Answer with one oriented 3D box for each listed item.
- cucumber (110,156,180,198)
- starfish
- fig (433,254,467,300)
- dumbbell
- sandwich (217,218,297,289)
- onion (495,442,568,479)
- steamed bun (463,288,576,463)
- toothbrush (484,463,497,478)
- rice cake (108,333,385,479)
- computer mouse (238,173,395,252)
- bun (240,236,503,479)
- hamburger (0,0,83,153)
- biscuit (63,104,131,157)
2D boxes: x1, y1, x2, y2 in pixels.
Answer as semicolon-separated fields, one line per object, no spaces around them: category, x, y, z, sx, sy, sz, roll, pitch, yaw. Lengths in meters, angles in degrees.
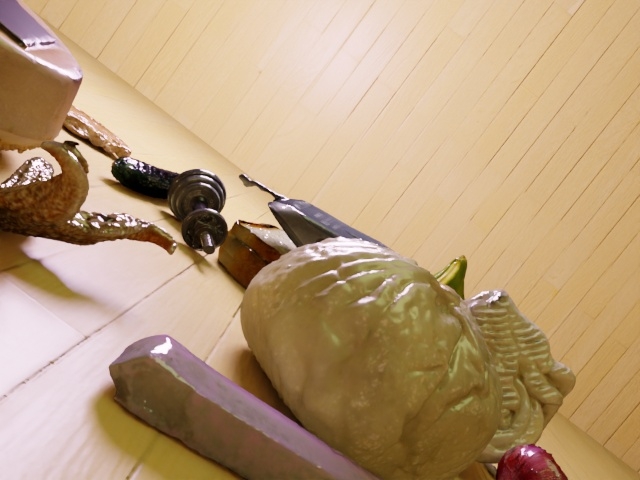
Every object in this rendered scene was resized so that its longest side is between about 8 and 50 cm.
cucumber;-0.311;-0.110;1.236;0.067;0.067;0.245;39;8;13
starfish;-0.302;-0.055;0.653;0.326;0.095;0.375;15;-9;44
fig;0.245;0.152;1.460;0.206;0.275;0.206;38;4;-3
dumbbell;-0.209;-0.043;1.157;0.110;0.110;0.254;34;13;-28
sandwich;-0.044;0.071;1.240;0.271;0.099;0.301;35;8;14
onion;0.273;0.364;0.918;0.150;0.140;0.150;165;-90;-73
steamed bun;0.250;0.243;1.133;0.280;0.267;0.207;52;-26;11
toothbrush;0.278;0.368;1.221;0.017;0.022;0.204;53;-1;-28
rice cake;-0.024;0.196;0.587;0.364;0.056;0.073;36;8;-12
computer mouse;0.000;0.000;1.178;0.379;0.090;0.167;33;12;9
bun;0.078;0.135;0.837;0.352;0.227;0.349;41;4;11
hamburger;-0.450;-0.235;0.837;0.302;0.170;0.302;45;9;-9
biscuit;-0.484;-0.238;1.307;0.224;0.033;0.144;34;5;-36
